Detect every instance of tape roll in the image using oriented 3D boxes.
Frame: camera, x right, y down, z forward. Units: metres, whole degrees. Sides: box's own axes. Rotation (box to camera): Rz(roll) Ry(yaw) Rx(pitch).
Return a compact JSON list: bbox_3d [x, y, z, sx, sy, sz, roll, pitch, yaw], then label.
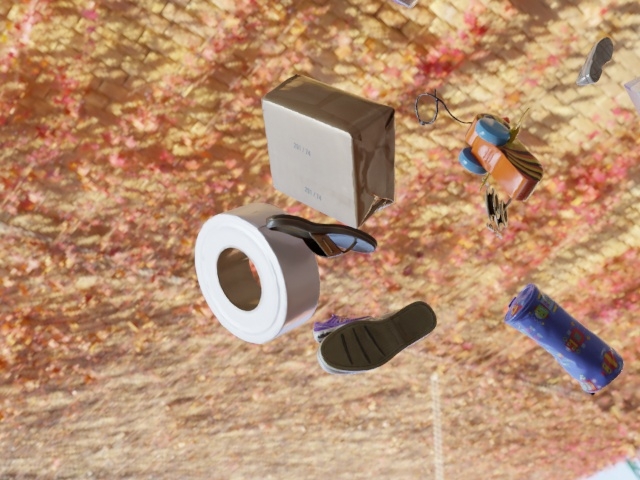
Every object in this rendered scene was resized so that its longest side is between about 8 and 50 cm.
[{"bbox_3d":[-0.135,0.066,1.657,0.100,0.286,0.286,-22,-108,-42],"label":"tape roll"}]

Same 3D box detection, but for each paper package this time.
[{"bbox_3d":[0.023,-0.233,2.078,0.325,0.309,0.168,26,-132,34],"label":"paper package"}]

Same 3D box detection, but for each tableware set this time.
[{"bbox_3d":[0.453,-0.081,2.013,0.194,0.039,0.128,23,-118,-64],"label":"tableware set"}]

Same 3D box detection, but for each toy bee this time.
[{"bbox_3d":[0.355,-0.208,1.598,0.162,0.195,0.298,-15,-107,-39],"label":"toy bee"}]

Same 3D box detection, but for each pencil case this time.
[{"bbox_3d":[0.582,0.236,1.918,0.306,0.133,0.119,40,-103,-5],"label":"pencil case"}]

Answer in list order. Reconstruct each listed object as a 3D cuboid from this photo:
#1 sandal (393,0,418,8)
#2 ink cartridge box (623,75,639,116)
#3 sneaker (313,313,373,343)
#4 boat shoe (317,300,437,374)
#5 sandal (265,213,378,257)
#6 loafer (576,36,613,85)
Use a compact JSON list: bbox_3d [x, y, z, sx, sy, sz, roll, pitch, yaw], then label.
[{"bbox_3d":[0.017,-0.501,1.440,0.169,0.102,0.416,19,-160,-42],"label":"sandal"},{"bbox_3d":[0.696,-0.301,1.496,0.085,0.203,0.148,59,-163,-10],"label":"ink cartridge box"},{"bbox_3d":[0.062,0.221,2.130,0.170,0.068,0.071,-10,-132,-3],"label":"sneaker"},{"bbox_3d":[0.114,0.222,1.717,0.302,0.103,0.113,-15,-107,-32],"label":"boat shoe"},{"bbox_3d":[0.000,0.000,1.516,0.219,0.090,0.060,14,-108,-17],"label":"sandal"},{"bbox_3d":[0.529,-0.347,1.542,0.045,0.039,0.125,45,-121,-20],"label":"loafer"}]
